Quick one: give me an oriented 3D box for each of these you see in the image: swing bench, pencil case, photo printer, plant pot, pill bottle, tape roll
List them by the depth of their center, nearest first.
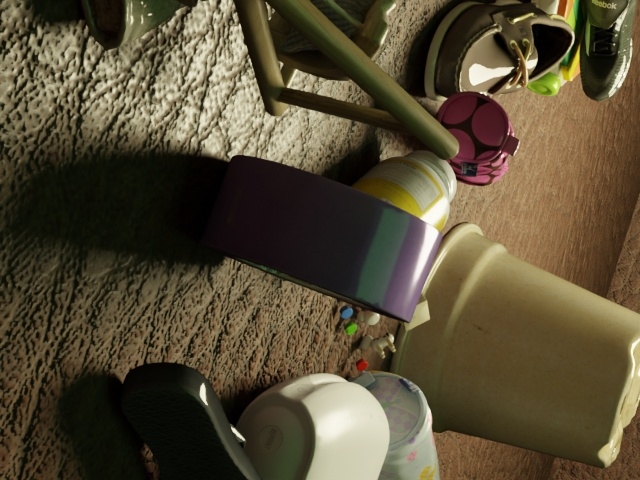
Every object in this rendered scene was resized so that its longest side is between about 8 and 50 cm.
[{"bbox_3d":[0.032,-0.231,0.685,0.253,0.165,0.254,-67,153,-12],"label":"swing bench"},{"bbox_3d":[0.000,0.000,0.848,0.189,0.189,0.080,29,80,-66],"label":"tape roll"},{"bbox_3d":[-0.031,0.293,1.090,0.256,0.107,0.307,25,85,-66],"label":"photo printer"},{"bbox_3d":[0.076,-0.028,1.094,0.184,0.103,0.103,-41,142,-48],"label":"pill bottle"},{"bbox_3d":[0.188,-0.114,1.224,0.209,0.098,0.095,10,96,-80],"label":"pencil case"},{"bbox_3d":[0.090,0.278,1.329,0.113,0.124,0.273,-40,145,-17],"label":"pencil case"},{"bbox_3d":[0.305,0.175,1.478,0.334,0.306,0.333,-45,145,-44],"label":"plant pot"}]

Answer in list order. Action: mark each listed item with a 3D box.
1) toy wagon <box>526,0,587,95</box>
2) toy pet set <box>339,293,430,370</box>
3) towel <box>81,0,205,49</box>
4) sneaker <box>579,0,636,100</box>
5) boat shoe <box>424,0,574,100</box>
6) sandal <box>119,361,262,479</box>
[{"bbox_3d":[0.386,-0.356,1.559,0.267,0.068,0.344,-67,155,-10],"label":"toy wagon"},{"bbox_3d":[0.070,0.080,1.242,0.114,0.065,0.122,-26,137,-11],"label":"toy pet set"},{"bbox_3d":[-0.086,-0.280,0.639,0.187,0.049,0.282,-42,143,-46],"label":"towel"},{"bbox_3d":[0.417,-0.323,1.480,0.106,0.078,0.234,2,101,-63],"label":"sneaker"},{"bbox_3d":[0.228,-0.237,1.274,0.324,0.097,0.116,-31,135,-55],"label":"boat shoe"},{"bbox_3d":[-0.103,0.182,0.890,0.254,0.097,0.054,83,8,-45],"label":"sandal"}]
